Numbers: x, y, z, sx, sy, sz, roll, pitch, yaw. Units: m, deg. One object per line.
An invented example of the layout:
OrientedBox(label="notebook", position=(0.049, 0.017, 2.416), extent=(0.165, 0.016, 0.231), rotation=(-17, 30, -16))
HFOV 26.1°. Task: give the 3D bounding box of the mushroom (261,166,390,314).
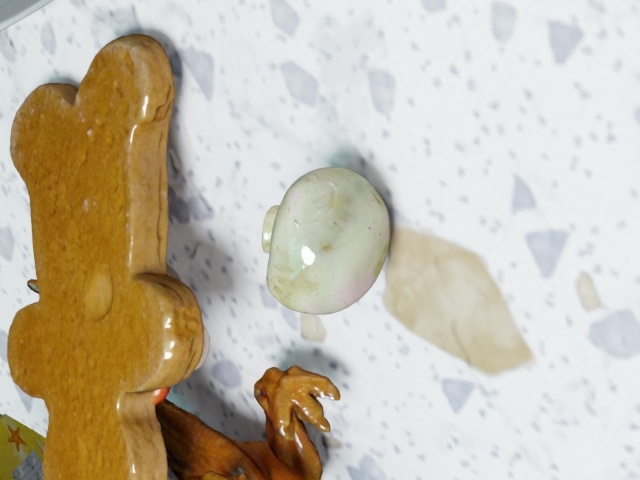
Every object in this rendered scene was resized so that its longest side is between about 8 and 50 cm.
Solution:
OrientedBox(label="mushroom", position=(0.000, 0.000, 0.757), extent=(0.067, 0.083, 0.083), rotation=(14, 124, 22))

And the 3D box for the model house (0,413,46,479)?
OrientedBox(label="model house", position=(-0.147, 0.212, 0.996), extent=(0.136, 0.207, 0.219), rotation=(-26, 98, 20))

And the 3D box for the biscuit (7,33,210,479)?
OrientedBox(label="biscuit", position=(-0.137, 0.045, 0.875), extent=(0.205, 0.049, 0.324), rotation=(-16, 75, 49))

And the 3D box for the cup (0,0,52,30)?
OrientedBox(label="cup", position=(-0.219, -0.295, 0.712), extent=(0.323, 0.237, 0.327), rotation=(-32, 88, 19))

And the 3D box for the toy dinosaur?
OrientedBox(label="toy dinosaur", position=(-0.054, 0.148, 0.896), extent=(0.432, 0.097, 0.208), rotation=(57, 155, 15))
